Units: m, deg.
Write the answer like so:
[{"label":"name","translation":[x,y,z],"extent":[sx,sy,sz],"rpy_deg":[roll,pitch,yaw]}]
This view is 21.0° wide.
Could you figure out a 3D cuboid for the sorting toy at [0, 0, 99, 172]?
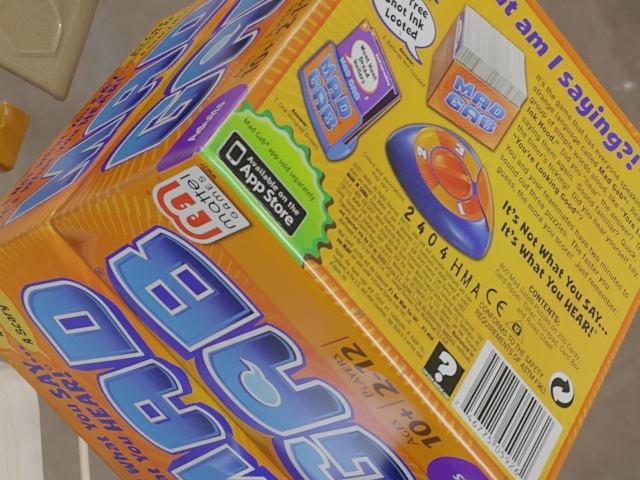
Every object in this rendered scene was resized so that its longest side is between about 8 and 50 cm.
[{"label":"sorting toy","translation":[-0.327,-0.232,1.687],"extent":[0.041,0.229,0.307],"rpy_deg":[-15,53,47]}]

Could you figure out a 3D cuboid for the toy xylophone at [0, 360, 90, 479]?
[{"label":"toy xylophone","translation":[-0.332,0.272,1.782],"extent":[0.081,0.236,0.322],"rpy_deg":[-3,82,32]}]

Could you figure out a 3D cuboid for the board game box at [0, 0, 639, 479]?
[{"label":"board game box","translation":[0.000,0.000,1.350],"extent":[0.356,0.356,0.356],"rpy_deg":[-22,116,47]}]
